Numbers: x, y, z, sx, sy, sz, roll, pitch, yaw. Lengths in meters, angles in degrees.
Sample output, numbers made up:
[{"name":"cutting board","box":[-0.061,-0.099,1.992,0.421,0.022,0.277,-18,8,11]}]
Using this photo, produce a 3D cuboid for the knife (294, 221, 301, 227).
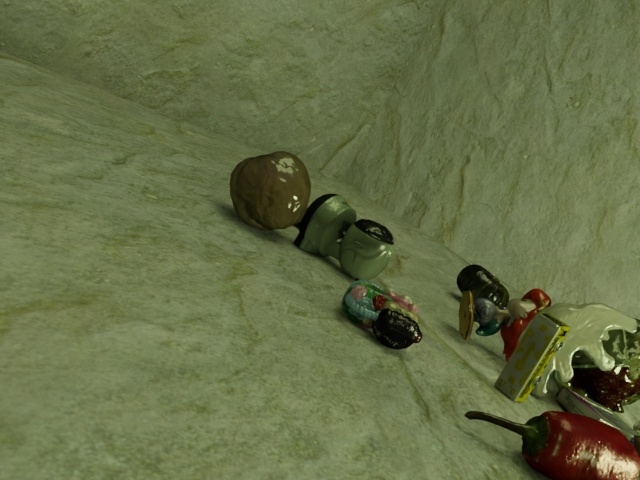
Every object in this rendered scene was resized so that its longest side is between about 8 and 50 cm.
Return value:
[{"name":"knife","box":[0.000,0.000,2.006,0.245,0.019,0.072,33,13,12]}]

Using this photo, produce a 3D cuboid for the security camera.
[{"name":"security camera","box":[0.089,-0.002,1.792,0.277,0.191,0.197,35,11,26]}]

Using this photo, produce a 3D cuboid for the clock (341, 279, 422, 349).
[{"name":"clock","box":[0.142,0.171,1.395,0.193,0.100,0.195,25,9,-3]}]

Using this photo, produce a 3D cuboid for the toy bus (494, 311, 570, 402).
[{"name":"toy bus","box":[0.519,0.286,1.473,0.074,0.226,0.081,13,20,-43]}]

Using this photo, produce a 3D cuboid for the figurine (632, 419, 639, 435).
[{"name":"figurine","box":[0.941,0.579,1.673,0.098,0.081,0.146,-24,43,-19]}]

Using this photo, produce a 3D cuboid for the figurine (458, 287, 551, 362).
[{"name":"figurine","box":[0.554,0.244,1.789,0.256,0.181,0.208,4,53,4]}]

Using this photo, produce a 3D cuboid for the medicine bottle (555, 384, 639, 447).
[{"name":"medicine bottle","box":[0.760,0.490,1.623,0.201,0.052,0.171,28,10,-16]}]

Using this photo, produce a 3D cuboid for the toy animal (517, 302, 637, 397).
[{"name":"toy animal","box":[0.667,0.289,1.673,0.266,0.308,0.188,26,2,-13]}]

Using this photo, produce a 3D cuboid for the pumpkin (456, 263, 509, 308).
[{"name":"pumpkin","box":[0.640,0.198,2.372,0.223,0.157,0.224,44,13,-13]}]

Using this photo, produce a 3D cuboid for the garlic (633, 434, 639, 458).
[{"name":"garlic","box":[0.852,0.559,1.380,0.143,0.112,0.318,1,23,-20]}]

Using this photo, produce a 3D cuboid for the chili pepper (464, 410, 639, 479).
[{"name":"chili pepper","box":[0.448,0.382,1.111,0.338,0.135,0.131,26,24,-23]}]

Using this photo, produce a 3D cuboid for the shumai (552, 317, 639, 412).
[{"name":"shumai","box":[0.853,0.350,1.776,0.288,0.329,0.292,32,30,-49]}]

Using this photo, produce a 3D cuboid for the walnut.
[{"name":"walnut","box":[-0.143,-0.142,1.739,0.248,0.249,0.248,28,11,-6]}]
